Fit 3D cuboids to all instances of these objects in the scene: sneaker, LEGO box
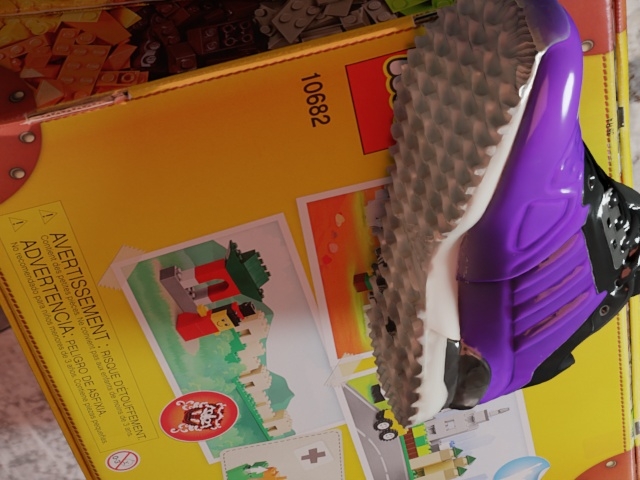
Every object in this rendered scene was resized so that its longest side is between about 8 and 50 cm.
[{"bbox_3d":[0.115,-0.020,0.854,0.146,0.102,0.293,-6,141,-14],"label":"sneaker"},{"bbox_3d":[0.000,0.000,1.047,0.372,0.193,0.500,-14,137,-1],"label":"LEGO box"}]
